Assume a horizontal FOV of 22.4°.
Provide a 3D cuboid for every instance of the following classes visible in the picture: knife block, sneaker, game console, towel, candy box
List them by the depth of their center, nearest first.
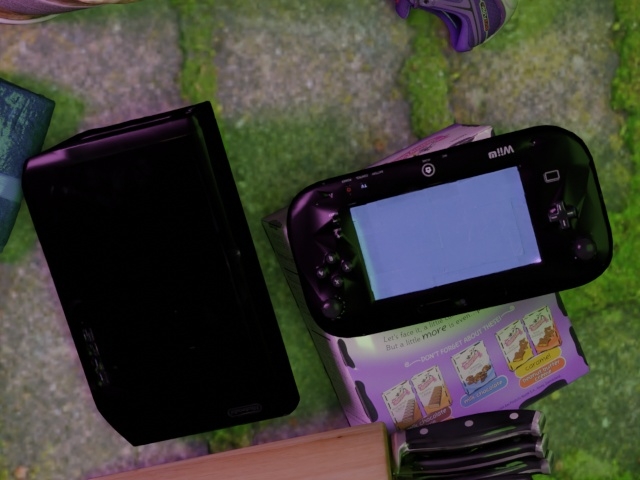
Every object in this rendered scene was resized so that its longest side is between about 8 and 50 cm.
[{"bbox_3d":[0.000,0.000,1.039,0.361,0.044,0.213,-14,105,12],"label":"game console"},{"bbox_3d":[-0.220,-0.048,1.050,0.067,0.029,0.119,20,89,-20],"label":"towel"},{"bbox_3d":[0.010,0.174,1.061,0.275,0.088,0.242,27,119,-18],"label":"knife block"},{"bbox_3d":[0.063,-0.195,1.111,0.170,0.068,0.071,42,88,-18],"label":"sneaker"},{"bbox_3d":[0.074,0.039,1.135,0.165,0.070,0.196,-26,103,-14],"label":"candy box"}]

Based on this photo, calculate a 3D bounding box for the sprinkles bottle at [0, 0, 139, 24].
[{"bbox_3d":[-0.149,-0.182,0.887,0.121,0.355,0.121,-2,97,-18],"label":"sprinkles bottle"}]
